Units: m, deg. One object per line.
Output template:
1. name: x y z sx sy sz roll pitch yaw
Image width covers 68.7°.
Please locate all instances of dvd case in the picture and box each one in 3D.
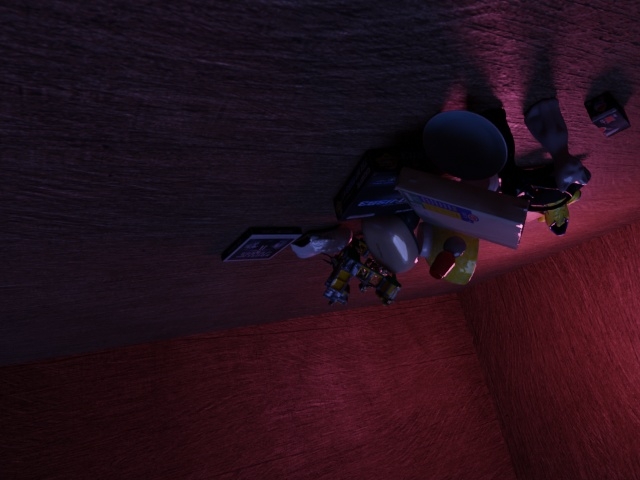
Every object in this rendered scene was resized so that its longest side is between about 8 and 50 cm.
1. dvd case: -0.193 0.015 1.510 0.179 0.030 0.238 -1 159 -35

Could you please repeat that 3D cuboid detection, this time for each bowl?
1. bowl: 0.408 -0.001 1.566 0.155 0.290 0.289 3 163 1

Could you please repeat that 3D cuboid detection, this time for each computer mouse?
1. computer mouse: 0.272 -0.043 1.627 0.188 0.072 0.272 -10 163 -11

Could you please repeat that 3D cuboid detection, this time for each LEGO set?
1. LEGO set: 0.131 0.137 1.618 0.254 0.331 0.192 27 109 -14

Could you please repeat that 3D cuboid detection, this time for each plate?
1. plate: 0.313 -0.208 1.016 0.024 0.188 0.188 -54 -176 -29

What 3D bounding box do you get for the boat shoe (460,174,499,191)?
1. boat shoe: 0.395 -0.131 1.391 0.096 0.098 0.277 -3 161 -36

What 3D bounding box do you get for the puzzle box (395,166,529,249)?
1. puzzle box: 0.354 -0.066 1.136 0.271 0.052 0.409 20 179 22

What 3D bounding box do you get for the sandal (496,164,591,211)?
1. sandal: 0.681 -0.147 1.481 0.445 0.107 0.168 -8 141 -20

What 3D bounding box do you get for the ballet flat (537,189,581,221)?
1. ballet flat: 0.903 -0.147 1.824 0.077 0.077 0.231 13 154 -12

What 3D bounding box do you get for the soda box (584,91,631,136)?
1. soda box: 0.705 -0.306 1.148 0.060 0.053 0.168 -28 158 39

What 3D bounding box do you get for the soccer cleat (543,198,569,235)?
1. soccer cleat: 0.848 -0.119 1.681 0.093 0.121 0.289 -16 145 23

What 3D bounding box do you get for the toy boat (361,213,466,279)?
1. toy boat: 0.282 0.011 1.453 0.148 0.318 0.268 -48 140 -24

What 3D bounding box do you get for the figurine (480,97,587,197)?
1. figurine: 0.475 -0.195 1.049 0.214 0.210 0.092 -12 164 -6

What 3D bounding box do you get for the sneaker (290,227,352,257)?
1. sneaker: 0.000 0.000 1.556 0.212 0.080 0.094 -19 148 14

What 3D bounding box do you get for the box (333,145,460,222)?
1. box: 0.212 -0.148 1.240 0.295 0.074 0.293 -8 161 -19

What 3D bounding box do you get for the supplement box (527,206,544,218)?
1. supplement box: 0.747 -0.123 1.742 0.233 0.080 0.078 6 153 -45
